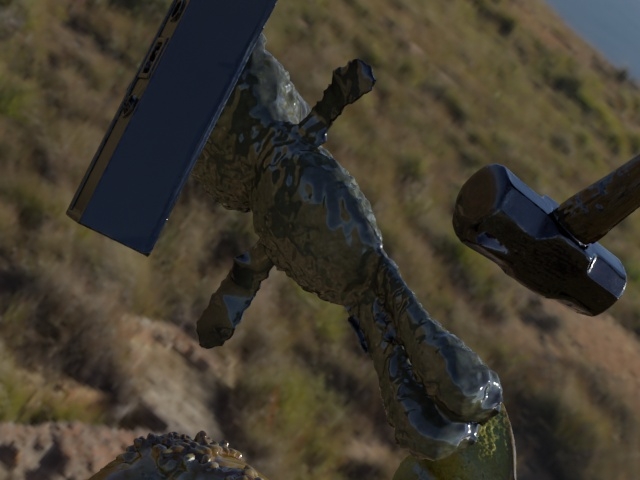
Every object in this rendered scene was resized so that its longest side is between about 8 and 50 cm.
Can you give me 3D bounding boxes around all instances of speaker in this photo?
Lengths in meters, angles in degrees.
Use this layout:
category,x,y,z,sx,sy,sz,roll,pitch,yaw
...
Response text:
category,x,y,z,sx,sy,sz,roll,pitch,yaw
speaker,-0.073,-0.088,0.687,0.046,0.191,0.040,27,-1,-24

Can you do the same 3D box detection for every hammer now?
category,x,y,z,sx,sy,sz,roll,pitch,yaw
hammer,0.379,-0.075,1.501,0.242,0.409,0.095,35,31,-31

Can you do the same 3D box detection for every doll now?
category,x,y,z,sx,sy,sz,roll,pitch,yaw
doll,0.002,-0.015,0.731,0.091,0.202,0.286,-13,23,-30

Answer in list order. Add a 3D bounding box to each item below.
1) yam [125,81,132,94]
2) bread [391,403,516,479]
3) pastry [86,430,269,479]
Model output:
category,x,y,z,sx,sy,sz,roll,pitch,yaw
yam,-0.180,-0.088,1.348,0.068,0.169,0.068,10,43,-9
bread,0.094,0.184,1.100,0.065,0.149,0.187,22,28,-23
pastry,-0.165,0.308,1.248,0.311,0.161,0.255,-35,38,-30
